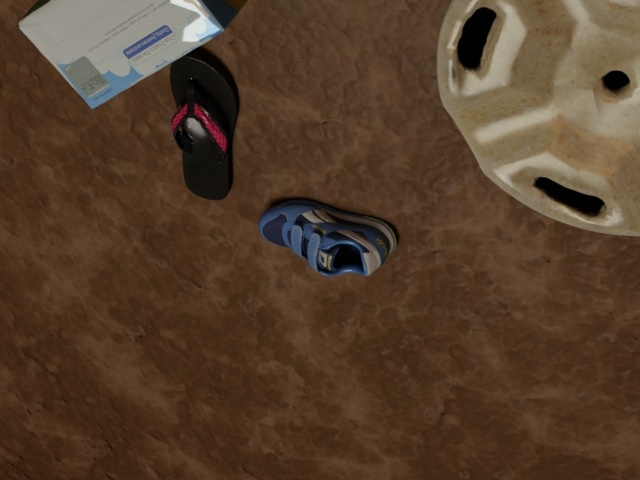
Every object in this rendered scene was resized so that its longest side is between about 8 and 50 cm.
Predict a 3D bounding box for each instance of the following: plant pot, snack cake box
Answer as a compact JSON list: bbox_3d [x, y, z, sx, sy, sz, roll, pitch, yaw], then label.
[{"bbox_3d":[0.225,-0.179,0.895,0.333,0.305,0.334,13,133,15],"label":"plant pot"},{"bbox_3d":[-0.100,-0.230,1.039,0.152,0.264,0.089,-24,115,39],"label":"snack cake box"}]

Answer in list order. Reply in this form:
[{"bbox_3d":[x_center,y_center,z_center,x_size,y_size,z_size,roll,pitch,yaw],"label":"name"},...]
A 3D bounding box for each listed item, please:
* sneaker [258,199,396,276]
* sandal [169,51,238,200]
[{"bbox_3d":[0.000,0.000,1.335,0.144,0.059,0.053,10,134,20],"label":"sneaker"},{"bbox_3d":[-0.116,-0.103,1.315,0.067,0.040,0.179,13,133,16],"label":"sandal"}]
